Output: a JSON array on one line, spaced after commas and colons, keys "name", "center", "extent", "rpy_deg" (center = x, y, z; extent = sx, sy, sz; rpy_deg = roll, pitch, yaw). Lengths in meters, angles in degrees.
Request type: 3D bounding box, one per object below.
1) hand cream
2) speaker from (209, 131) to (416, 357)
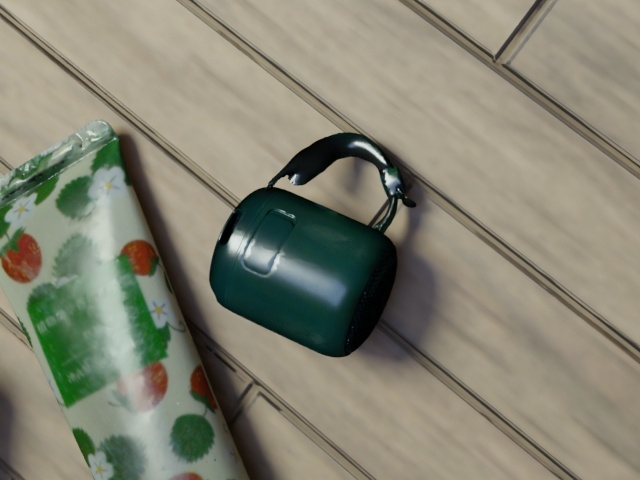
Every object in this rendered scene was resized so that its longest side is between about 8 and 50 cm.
[{"name": "hand cream", "center": [-0.083, 0.082, 0.529], "extent": [0.095, 0.059, 0.276], "rpy_deg": [-29, 80, 15]}, {"name": "speaker", "center": [0.000, -0.002, 0.493], "extent": [0.075, 0.060, 0.094], "rpy_deg": [24, 99, 13]}]
